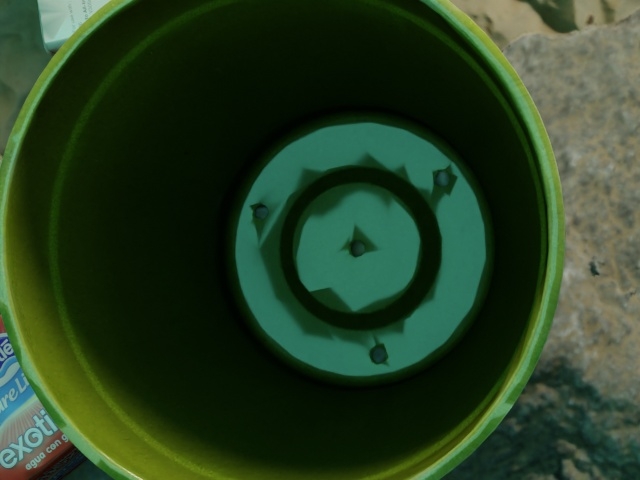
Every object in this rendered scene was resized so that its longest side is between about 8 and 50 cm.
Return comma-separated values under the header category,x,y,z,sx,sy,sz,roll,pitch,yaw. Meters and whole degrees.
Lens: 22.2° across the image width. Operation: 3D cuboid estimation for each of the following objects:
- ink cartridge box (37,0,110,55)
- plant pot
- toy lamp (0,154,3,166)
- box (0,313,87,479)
category,x,y,z,sx,sy,sz,roll,pitch,yaw
ink cartridge box,-0.107,-0.204,1.313,0.212,0.154,0.093,-12,86,11
plant pot,0.000,0.000,1.186,0.366,0.353,0.367,0,89,11
toy lamp,-0.326,-0.071,1.391,0.274,0.080,0.080,15,91,12
box,-0.229,0.125,1.340,0.257,0.128,0.123,-40,82,8
